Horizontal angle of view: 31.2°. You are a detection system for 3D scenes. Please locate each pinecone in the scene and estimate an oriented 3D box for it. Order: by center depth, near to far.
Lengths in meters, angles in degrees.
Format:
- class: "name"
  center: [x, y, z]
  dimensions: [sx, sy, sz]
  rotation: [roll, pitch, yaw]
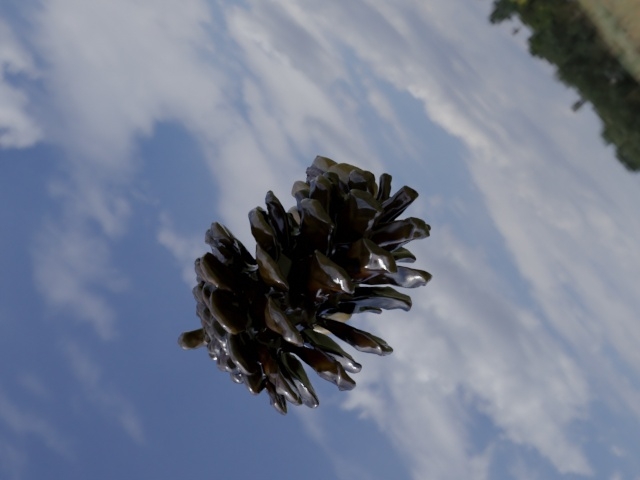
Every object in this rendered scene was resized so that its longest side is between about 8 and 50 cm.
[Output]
- class: "pinecone"
  center: [-0.010, 0.052, 1.254]
  dimensions: [0.244, 0.309, 0.244]
  rotation: [54, -178, -2]

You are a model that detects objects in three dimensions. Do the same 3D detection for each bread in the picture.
- class: "bread"
  center: [0.000, 0.000, 1.434]
  dimensions: [0.081, 0.225, 0.134]
  rotation: [-3, -155, -32]
